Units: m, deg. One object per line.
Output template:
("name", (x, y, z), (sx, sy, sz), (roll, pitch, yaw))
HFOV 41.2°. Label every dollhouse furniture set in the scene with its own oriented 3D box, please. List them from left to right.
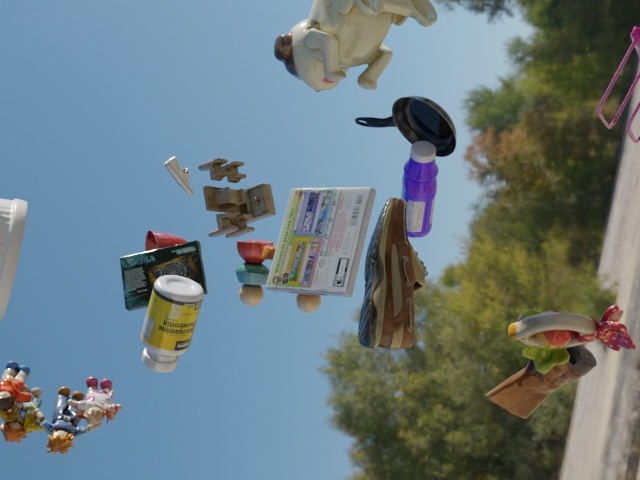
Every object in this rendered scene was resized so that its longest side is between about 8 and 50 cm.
("dollhouse furniture set", (-0.276, -0.110, 2.540), (0.242, 0.161, 0.212), (5, -108, -55))

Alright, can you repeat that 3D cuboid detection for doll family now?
("doll family", (-0.521, 0.339, 1.640), (0.163, 0.262, 0.119), (-107, 30, -68))

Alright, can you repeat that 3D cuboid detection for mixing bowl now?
("mixing bowl", (-0.370, 0.057, 2.129), (0.181, 0.098, 0.182), (171, 90, -67))

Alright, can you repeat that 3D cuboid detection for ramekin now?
("ramekin", (-0.561, 0.023, 1.404), (0.207, 0.109, 0.207), (-44, 39, 51))

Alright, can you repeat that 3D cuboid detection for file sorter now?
("file sorter", (0.713, -0.253, 1.650), (0.202, 0.290, 0.182), (9, -71, -63))

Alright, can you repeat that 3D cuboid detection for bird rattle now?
("bird rattle", (0.520, 0.202, 1.803), (0.206, 0.253, 0.143), (16, -108, -35))

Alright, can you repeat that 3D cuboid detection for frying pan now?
("frying pan", (0.240, -0.291, 2.231), (0.053, 0.197, 0.326), (-48, 16, -22))

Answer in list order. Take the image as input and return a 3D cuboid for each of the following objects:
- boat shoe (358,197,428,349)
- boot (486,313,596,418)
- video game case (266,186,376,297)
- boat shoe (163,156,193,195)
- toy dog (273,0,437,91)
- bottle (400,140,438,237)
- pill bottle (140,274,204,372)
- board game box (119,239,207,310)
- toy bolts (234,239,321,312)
("boat shoe", (0.155, 0.073, 1.741), (0.122, 0.119, 0.324), (114, 166, -67))
("boot", (0.550, 0.338, 2.289), (0.280, 0.264, 0.096), (-45, 27, 31))
("video game case", (0.000, 0.000, 1.609), (0.023, 0.193, 0.213), (33, -115, -49))
("boat shoe", (-0.289, -0.136, 1.783), (0.035, 0.035, 0.100), (-42, -52, -9))
("toy dog", (0.041, -0.587, 2.326), (0.284, 0.396, 0.408), (-12, -25, -44))
("bottle", (0.262, -0.137, 2.272), (0.283, 0.092, 0.118), (90, 177, -47))
("pill bottle", (-0.307, 0.171, 1.733), (0.103, 0.103, 0.184), (-36, -34, -67))
("board game box", (-0.355, 0.079, 1.921), (0.026, 0.186, 0.126), (71, -172, -70))
("toy bolts", (-0.107, 0.088, 1.989), (0.218, 0.228, 0.159), (-3, -81, -66))
